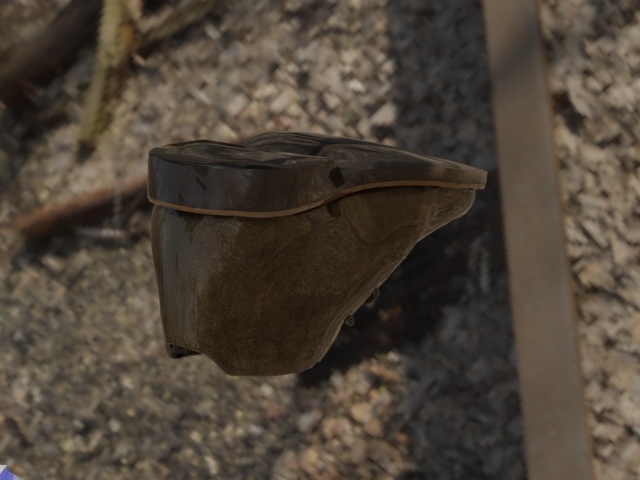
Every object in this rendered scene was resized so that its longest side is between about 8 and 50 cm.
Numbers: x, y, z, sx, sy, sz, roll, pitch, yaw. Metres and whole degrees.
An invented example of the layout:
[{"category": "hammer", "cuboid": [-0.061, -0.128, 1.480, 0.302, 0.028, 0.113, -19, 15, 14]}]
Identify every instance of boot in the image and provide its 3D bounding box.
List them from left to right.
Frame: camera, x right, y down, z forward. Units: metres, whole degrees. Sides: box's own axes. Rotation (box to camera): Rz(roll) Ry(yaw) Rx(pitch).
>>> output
[{"category": "boot", "cuboid": [0.000, 0.000, 0.908, 0.112, 0.305, 0.115, 9, 101, 29]}]

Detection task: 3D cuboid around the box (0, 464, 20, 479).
[{"category": "box", "cuboid": [-0.247, 0.159, 0.961, 0.136, 0.028, 0.081, 4, 20, 9]}]
